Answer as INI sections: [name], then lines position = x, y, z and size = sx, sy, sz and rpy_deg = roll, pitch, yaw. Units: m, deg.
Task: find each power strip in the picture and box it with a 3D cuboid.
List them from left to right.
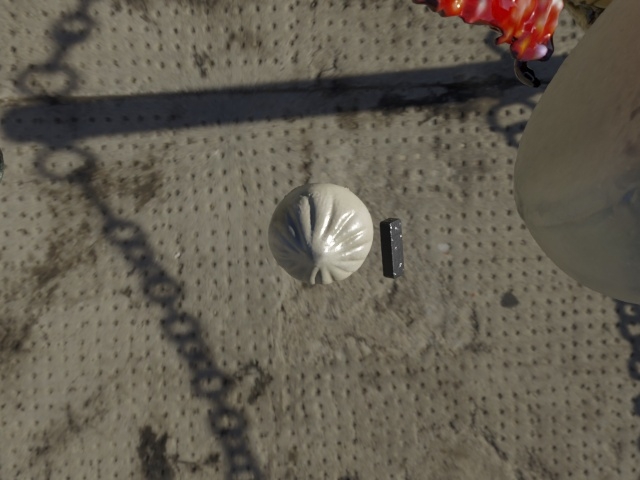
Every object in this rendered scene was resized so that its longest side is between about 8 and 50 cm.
[power strip]
position = 0.131, 0.014, 1.596
size = 0.038, 0.029, 0.111
rpy_deg = -23, 114, -48

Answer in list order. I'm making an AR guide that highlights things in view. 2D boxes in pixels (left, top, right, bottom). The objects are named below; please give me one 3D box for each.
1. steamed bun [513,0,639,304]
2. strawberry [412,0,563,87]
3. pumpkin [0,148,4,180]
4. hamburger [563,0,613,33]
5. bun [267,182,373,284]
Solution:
[steamed bun]
position = 0.277, -0.074, 0.594
size = 0.177, 0.283, 0.283
rpy_deg = 33, 93, -11
[strawberry]
position = 0.089, -0.227, 0.519
size = 0.234, 0.234, 0.178
rpy_deg = 31, 114, -9
[pumpkin]
position = -0.651, -0.147, 1.483
size = 0.220, 0.220, 0.162
rpy_deg = 38, 77, -9
[hamburger]
position = 0.478, -0.445, 1.270
size = 0.284, 0.304, 0.174
rpy_deg = -29, 142, 7
[bun]
position = 0.000, 0.000, 1.102
size = 0.138, 0.094, 0.138
rpy_deg = 0, 113, 0
